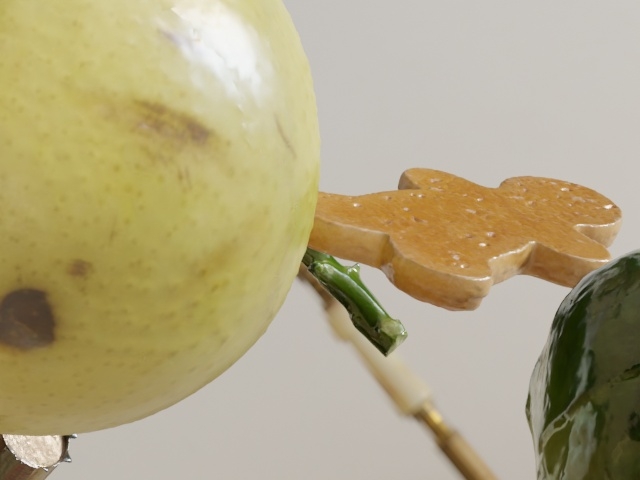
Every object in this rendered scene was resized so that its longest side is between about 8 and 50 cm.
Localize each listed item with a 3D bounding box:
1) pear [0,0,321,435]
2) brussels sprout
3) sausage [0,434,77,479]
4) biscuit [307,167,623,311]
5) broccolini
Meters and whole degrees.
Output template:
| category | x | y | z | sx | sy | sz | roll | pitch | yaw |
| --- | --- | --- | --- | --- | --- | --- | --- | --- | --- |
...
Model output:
| category | x | y | z | sx | sy | sz | roll | pitch | yaw |
| --- | --- | --- | --- | --- | --- | --- | --- | --- | --- |
| pear | -0.170 | -0.061 | 0.984 | 0.348 | 0.348 | 0.348 | -38 | 169 | -9 |
| brussels sprout | 0.133 | 0.076 | 0.613 | 0.118 | 0.155 | 0.155 | -7 | 171 | 6 |
| sausage | -0.337 | 0.264 | 1.574 | 0.082 | 0.082 | 0.371 | -26 | 164 | -51 |
| biscuit | 0.105 | -0.002 | 1.116 | 0.250 | 0.165 | 0.036 | -13 | 123 | -48 |
| broccolini | 0.001 | 0.001 | 1.293 | 0.058 | 0.216 | 0.067 | -28 | 145 | -28 |
